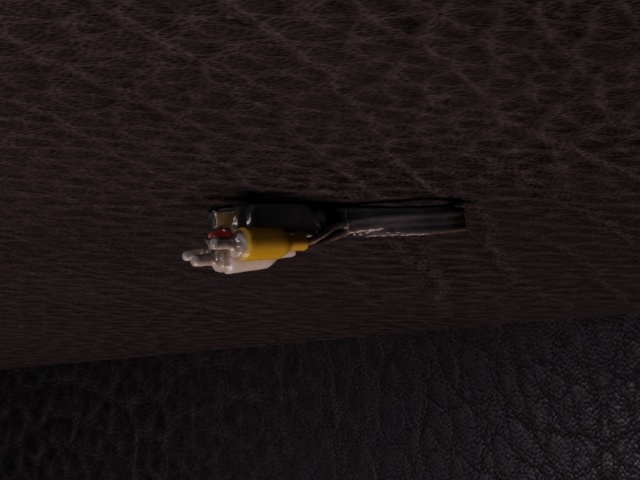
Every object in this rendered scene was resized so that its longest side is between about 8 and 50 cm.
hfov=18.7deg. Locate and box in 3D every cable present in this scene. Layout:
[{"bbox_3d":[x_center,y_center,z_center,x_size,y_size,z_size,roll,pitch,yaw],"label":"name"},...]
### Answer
[{"bbox_3d":[0.000,0.000,1.965,0.287,0.072,0.139,1,176,-21],"label":"cable"}]
